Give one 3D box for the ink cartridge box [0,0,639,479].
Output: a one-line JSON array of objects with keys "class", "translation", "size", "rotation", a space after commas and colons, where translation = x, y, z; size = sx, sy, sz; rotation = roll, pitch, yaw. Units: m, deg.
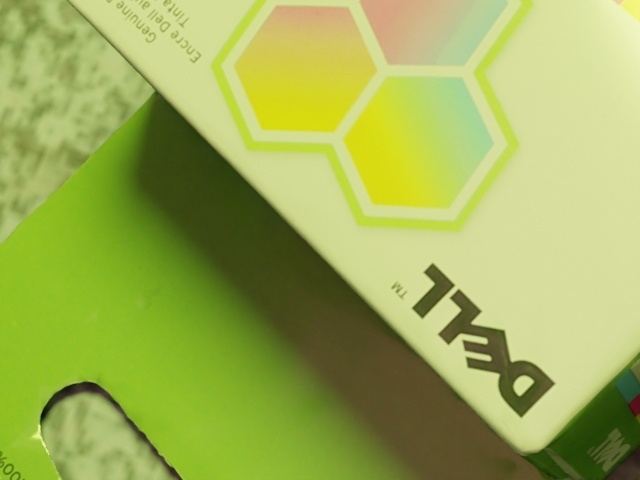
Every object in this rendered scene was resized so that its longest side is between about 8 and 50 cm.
[{"class": "ink cartridge box", "translation": [0.000, 0.000, 0.470], "size": [0.255, 0.097, 0.189], "rotation": [-45, 70, 0]}]
